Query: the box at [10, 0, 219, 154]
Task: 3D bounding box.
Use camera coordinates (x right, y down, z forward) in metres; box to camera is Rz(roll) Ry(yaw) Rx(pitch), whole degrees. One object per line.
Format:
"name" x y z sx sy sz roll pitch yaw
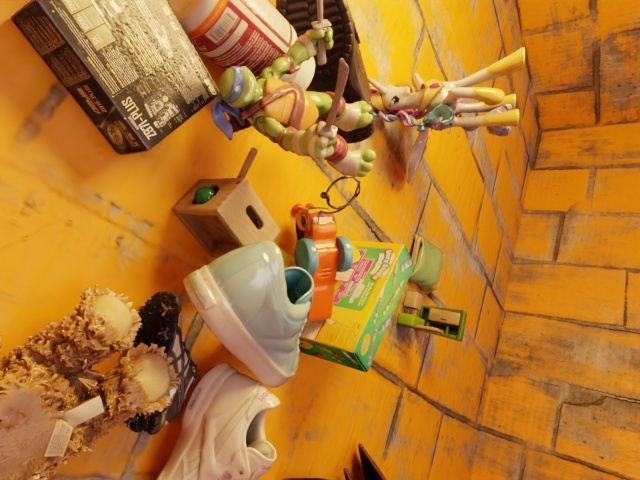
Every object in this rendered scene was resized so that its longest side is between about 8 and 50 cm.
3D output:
"box" -0.238 -0.223 0.504 0.147 0.078 0.180 -56 134 -33

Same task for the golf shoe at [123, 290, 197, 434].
"golf shoe" -0.224 0.169 0.587 0.094 0.077 0.198 14 86 -68

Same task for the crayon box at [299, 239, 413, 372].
"crayon box" 0.074 0.126 0.882 0.278 0.165 0.081 -58 135 -30

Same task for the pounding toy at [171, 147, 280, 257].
"pounding toy" -0.135 -0.051 0.616 0.100 0.130 0.141 -57 135 -32

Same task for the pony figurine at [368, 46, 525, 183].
"pony figurine" 0.307 -0.334 1.044 0.351 0.364 0.302 30 62 -67

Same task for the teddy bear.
"teddy bear" -0.316 0.195 0.418 0.245 0.113 0.338 53 52 -29

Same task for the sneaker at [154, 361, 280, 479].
"sneaker" -0.158 0.348 0.598 0.114 0.152 0.305 35 73 -72

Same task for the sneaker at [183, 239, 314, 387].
"sneaker" -0.062 0.124 0.633 0.150 0.135 0.366 -31 152 -7

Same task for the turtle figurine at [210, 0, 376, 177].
"turtle figurine" 0.013 -0.202 0.582 0.275 0.197 0.266 -45 149 22

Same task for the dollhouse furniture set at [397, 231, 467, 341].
"dollhouse furniture set" 0.376 0.146 1.293 0.198 0.151 0.301 30 70 -50

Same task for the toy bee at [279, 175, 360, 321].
"toy bee" 0.000 0.000 0.797 0.195 0.162 0.298 19 109 -34

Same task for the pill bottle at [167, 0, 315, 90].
"pill bottle" -0.112 -0.312 0.623 0.221 0.121 0.121 23 76 -52

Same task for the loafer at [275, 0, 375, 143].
"loafer" 0.016 -0.367 0.806 0.366 0.134 0.130 66 22 -46

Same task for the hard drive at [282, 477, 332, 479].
"hard drive" -0.065 0.634 0.851 0.172 0.054 0.254 38 64 -48

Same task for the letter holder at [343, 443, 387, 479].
"letter holder" 0.109 0.714 1.035 0.152 0.214 0.301 -20 114 -16
